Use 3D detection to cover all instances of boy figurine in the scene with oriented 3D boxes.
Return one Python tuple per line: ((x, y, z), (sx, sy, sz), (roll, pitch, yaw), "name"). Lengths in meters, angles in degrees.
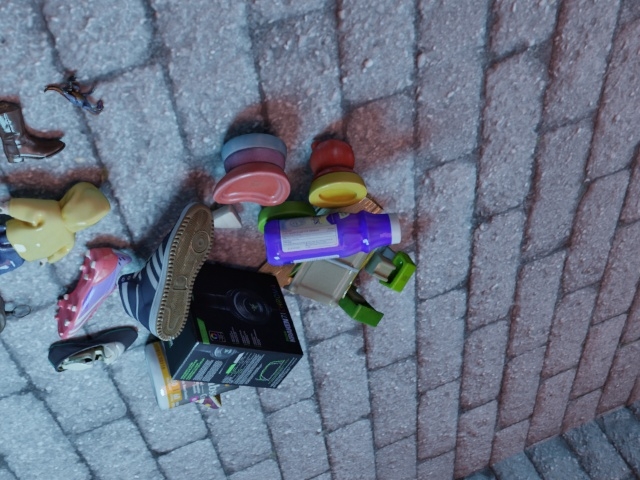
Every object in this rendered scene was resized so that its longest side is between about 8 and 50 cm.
((-0.533, -0.024, 1.442), (0.285, 0.092, 0.177), (-29, 139, -2), "boy figurine")

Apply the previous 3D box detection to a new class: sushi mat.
((0.000, 0.000, 1.825), (0.316, 0.019, 0.151), (-44, 136, 16), "sushi mat")

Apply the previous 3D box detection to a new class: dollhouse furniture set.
((0.047, 0.054, 1.837), (0.301, 0.151, 0.197), (25, 102, -37), "dollhouse furniture set")

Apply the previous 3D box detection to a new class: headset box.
((-0.215, 0.182, 1.702), (0.283, 0.246, 0.131), (13, 128, -34), "headset box")

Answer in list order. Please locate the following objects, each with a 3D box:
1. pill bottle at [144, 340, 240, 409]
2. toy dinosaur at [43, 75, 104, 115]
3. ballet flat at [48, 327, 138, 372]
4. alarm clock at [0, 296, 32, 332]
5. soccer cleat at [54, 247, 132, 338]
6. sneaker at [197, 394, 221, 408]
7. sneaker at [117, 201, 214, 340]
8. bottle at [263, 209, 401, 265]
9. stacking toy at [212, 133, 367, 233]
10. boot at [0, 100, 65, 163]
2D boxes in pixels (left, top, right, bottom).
((-0.269, 0.291, 1.857), (0.278, 0.162, 0.162), (-14, 137, -17), "pill bottle")
((-0.414, -0.246, 1.340), (0.090, 0.047, 0.082), (3, 150, 13), "toy dinosaur")
((-0.509, 0.256, 1.754), (0.203, 0.074, 0.074), (-11, 136, -20), "ballet flat")
((-0.683, 0.155, 1.562), (0.192, 0.064, 0.129), (-8, 135, -27), "alarm clock")
((-0.481, 0.116, 1.625), (0.095, 0.083, 0.248), (8, 125, -41), "soccer cleat")
((-0.325, 0.388, 2.003), (0.084, 0.069, 0.185), (-24, 134, 8), "sneaker")
((-0.319, 0.047, 1.574), (0.099, 0.153, 0.282), (16, 92, -48), "sneaker")
((0.024, -0.010, 1.621), (0.283, 0.118, 0.092), (-7, 103, -2), "bottle")
((-0.092, -0.126, 1.618), (0.309, 0.130, 0.279), (7, 154, -31), "stacking toy")
((-0.505, -0.192, 1.333), (0.106, 0.037, 0.114), (-18, 133, -16), "boot")
